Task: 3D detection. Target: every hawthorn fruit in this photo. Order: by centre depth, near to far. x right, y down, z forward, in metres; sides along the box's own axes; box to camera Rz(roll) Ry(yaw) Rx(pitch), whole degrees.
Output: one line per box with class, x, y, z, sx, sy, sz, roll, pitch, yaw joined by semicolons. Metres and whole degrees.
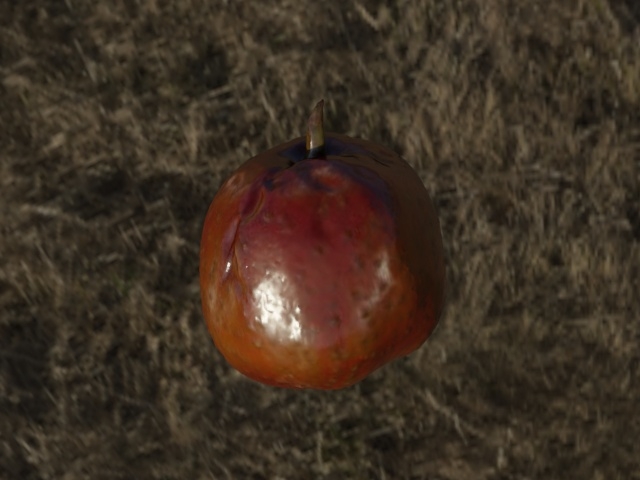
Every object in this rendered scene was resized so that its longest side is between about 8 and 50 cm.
hawthorn fruit;0.000;0.000;1.015;0.179;0.200;0.179;-2;28;1
